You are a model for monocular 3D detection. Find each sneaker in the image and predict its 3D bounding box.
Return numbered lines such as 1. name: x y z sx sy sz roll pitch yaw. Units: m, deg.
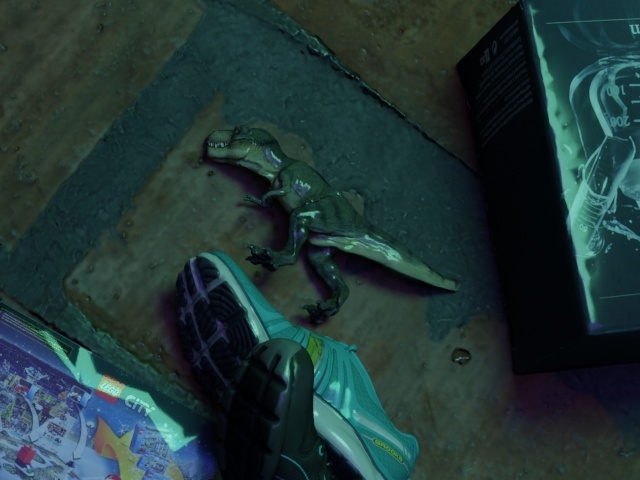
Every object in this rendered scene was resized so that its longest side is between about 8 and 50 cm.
1. sneaker: -0.030 0.206 1.646 0.106 0.101 0.267 0 110 -27
2. sneaker: -0.023 0.119 1.720 0.275 0.107 0.110 51 48 -3

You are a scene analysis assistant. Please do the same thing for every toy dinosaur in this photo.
1. toy dinosaur: 0.000 0.000 1.769 0.268 0.064 0.118 36 61 -8

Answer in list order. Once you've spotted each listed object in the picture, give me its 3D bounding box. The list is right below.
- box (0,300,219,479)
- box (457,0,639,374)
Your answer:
1. box: -0.208 0.178 1.659 0.233 0.044 0.159 31 68 -6
2. box: 0.336 -0.058 1.821 0.343 0.179 0.312 -6 77 -18
